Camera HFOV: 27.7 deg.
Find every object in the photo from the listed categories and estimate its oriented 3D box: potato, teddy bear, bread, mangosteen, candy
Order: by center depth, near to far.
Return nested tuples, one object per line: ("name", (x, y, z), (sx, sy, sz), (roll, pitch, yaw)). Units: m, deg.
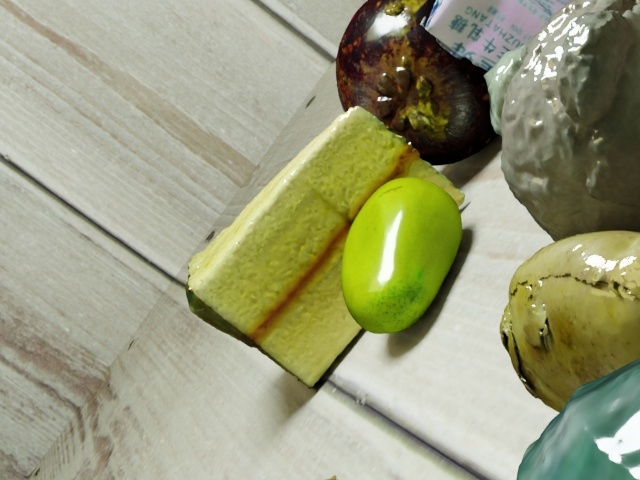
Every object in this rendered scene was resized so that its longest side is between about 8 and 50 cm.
("potato", (0.153, 0.047, 0.708), (0.080, 0.107, 0.170), (-40, 10, -24))
("teddy bear", (0.202, -0.103, 0.804), (0.151, 0.236, 0.267), (21, 52, 36))
("candy", (0.182, -0.194, 1.185), (0.092, 0.160, 0.073), (-53, 6, 35))
("bread", (0.003, -0.003, 1.330), (0.264, 0.168, 0.163), (-48, 11, 6))
("mangosteen", (0.115, -0.182, 1.345), (0.192, 0.192, 0.217), (-46, 6, 30))

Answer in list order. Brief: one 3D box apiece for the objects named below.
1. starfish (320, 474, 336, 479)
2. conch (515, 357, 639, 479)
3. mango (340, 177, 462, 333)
("starfish", (-0.013, 0.218, 1.021), (0.133, 0.041, 0.130), (-47, 11, 25))
("conch", (0.170, 0.083, 0.426), (0.220, 0.195, 0.277), (-25, -42, -48))
("mango", (0.067, 0.013, 1.183), (0.117, 0.089, 0.163), (-18, 36, 49))
